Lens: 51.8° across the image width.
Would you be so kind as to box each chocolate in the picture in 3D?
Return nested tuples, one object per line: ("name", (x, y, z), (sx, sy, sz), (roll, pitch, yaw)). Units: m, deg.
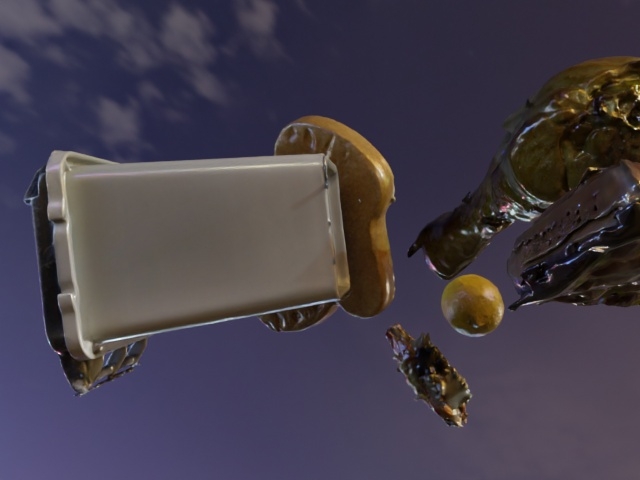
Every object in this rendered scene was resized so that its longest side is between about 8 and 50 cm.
("chocolate", (0.251, 0.006, 0.397), (0.330, 0.065, 0.102), (6, -33, -29))

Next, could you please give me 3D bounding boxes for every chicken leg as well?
("chicken leg", (0.256, -0.068, 0.831), (0.152, 0.201, 0.429), (52, -41, 9))

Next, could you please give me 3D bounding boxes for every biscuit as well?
("biscuit", (0.001, 0.000, 0.996), (0.287, 0.057, 0.343), (37, -62, 23))

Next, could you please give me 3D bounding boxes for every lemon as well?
("lemon", (0.277, 0.117, 1.205), (0.109, 0.133, 0.109), (-3, -59, -5))

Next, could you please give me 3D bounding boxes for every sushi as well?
("sushi", (0.202, 0.245, 1.212), (0.103, 0.097, 0.226), (-45, -101, 25))

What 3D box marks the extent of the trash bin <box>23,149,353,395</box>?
("trash bin", (-0.150, 0.025, 0.845), (0.368, 0.295, 0.256), (-6, -2, 7))
